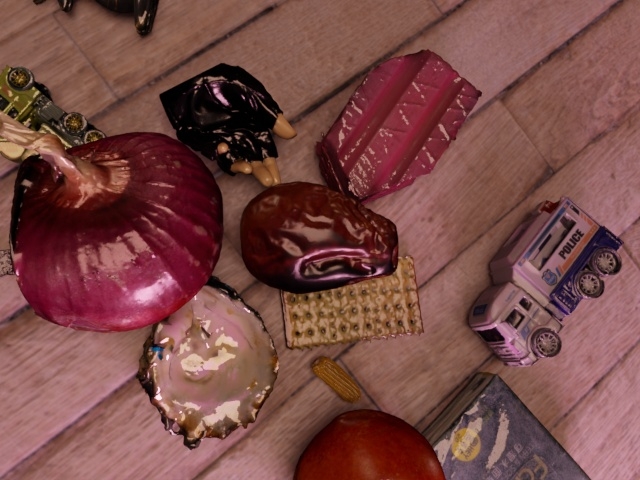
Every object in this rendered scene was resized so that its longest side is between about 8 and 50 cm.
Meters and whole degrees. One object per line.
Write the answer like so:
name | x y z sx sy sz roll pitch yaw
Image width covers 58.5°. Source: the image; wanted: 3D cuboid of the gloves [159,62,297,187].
gloves | -0.128 -0.163 0.869 0.165 0.124 0.203 -28 108 0

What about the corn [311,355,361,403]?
corn | 0.026 0.220 0.902 0.037 0.037 0.092 -45 95 -14

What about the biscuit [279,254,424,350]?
biscuit | 0.051 0.101 0.931 0.232 0.016 0.138 -6 85 -13

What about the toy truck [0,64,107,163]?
toy truck | -0.394 -0.148 0.823 0.191 0.085 0.116 40 82 -8

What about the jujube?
jujube | 0.000 0.000 0.843 0.237 0.168 0.167 8 82 4

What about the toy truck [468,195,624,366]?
toy truck | 0.360 0.070 0.954 0.155 0.124 0.268 43 75 2

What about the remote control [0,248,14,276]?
remote control | -0.478 0.035 0.817 0.096 0.014 0.039 -6 85 -15

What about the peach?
peach | 0.066 0.357 0.812 0.200 0.244 0.243 -10 84 -58

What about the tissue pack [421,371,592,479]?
tissue pack | 0.295 0.368 0.925 0.185 0.081 0.257 -43 93 -13

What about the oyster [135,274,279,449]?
oyster | -0.175 0.162 0.840 0.198 0.092 0.259 -26 99 -14

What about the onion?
onion | -0.242 -0.012 0.742 0.231 0.272 0.255 -4 88 -7

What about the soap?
soap | 0.110 -0.172 0.926 0.182 0.112 0.289 34 77 -7

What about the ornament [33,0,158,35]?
ornament | -0.360 -0.438 0.863 0.236 0.080 0.202 10 85 -12
